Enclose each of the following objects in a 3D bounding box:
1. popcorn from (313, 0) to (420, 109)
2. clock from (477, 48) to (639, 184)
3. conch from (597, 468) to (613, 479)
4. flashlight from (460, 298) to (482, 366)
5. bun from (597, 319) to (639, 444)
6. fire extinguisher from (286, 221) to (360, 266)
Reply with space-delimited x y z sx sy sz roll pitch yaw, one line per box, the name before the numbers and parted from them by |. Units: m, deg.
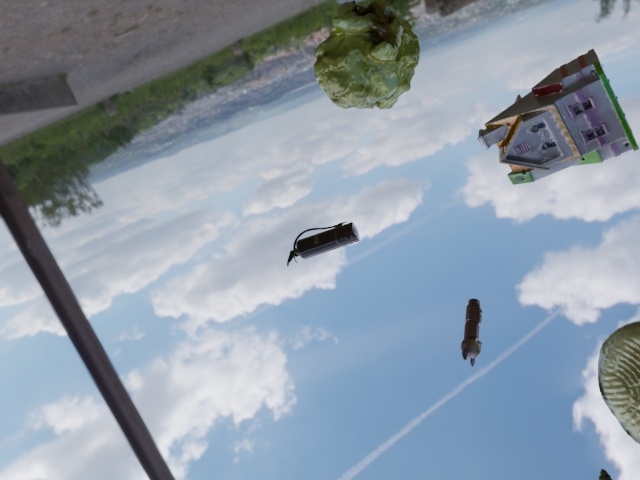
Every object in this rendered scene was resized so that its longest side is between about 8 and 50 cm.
popcorn | 0.106 -0.402 1.061 0.256 0.255 0.195 -30 -134 -12
clock | 0.565 -0.281 1.174 0.310 0.235 0.166 -25 -154 34
conch | 0.514 0.540 0.852 0.114 0.137 0.233 11 -107 23
flashlight | 0.249 0.147 0.771 0.031 0.052 0.110 -8 -126 38
bun | 0.918 0.369 1.206 0.202 0.364 0.364 -10 -169 -25
fire extinguisher | 0.000 0.000 0.985 0.157 0.045 0.078 -20 -132 14
